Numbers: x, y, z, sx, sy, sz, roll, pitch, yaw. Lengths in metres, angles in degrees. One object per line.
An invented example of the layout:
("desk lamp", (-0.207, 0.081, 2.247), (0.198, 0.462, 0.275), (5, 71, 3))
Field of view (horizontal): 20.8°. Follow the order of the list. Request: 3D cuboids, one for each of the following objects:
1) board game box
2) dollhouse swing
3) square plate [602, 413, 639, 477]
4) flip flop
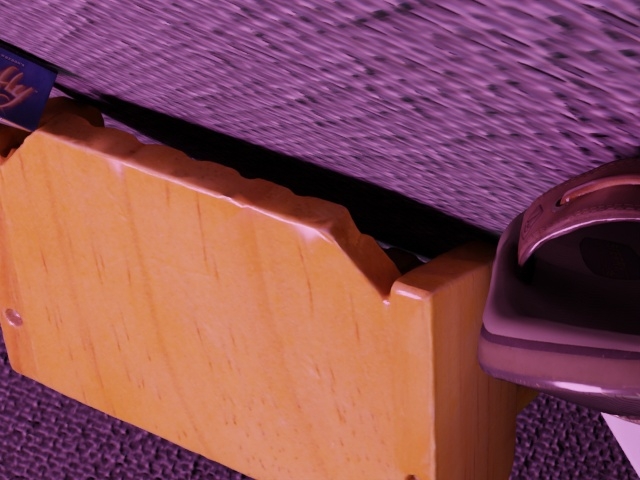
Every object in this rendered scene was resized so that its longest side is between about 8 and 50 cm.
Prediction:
("board game box", (-0.290, -0.130, 1.079), (0.165, 0.042, 0.243), (23, 176, -38))
("dollhouse swing", (0.000, 0.000, 1.219), (0.347, 0.305, 0.315), (20, 135, 26))
("square plate", (0.250, 0.147, 0.860), (0.347, 0.049, 0.344), (57, 170, -6))
("flip flop", (0.114, 0.009, 0.585), (0.112, 0.080, 0.277), (17, -168, 0))
